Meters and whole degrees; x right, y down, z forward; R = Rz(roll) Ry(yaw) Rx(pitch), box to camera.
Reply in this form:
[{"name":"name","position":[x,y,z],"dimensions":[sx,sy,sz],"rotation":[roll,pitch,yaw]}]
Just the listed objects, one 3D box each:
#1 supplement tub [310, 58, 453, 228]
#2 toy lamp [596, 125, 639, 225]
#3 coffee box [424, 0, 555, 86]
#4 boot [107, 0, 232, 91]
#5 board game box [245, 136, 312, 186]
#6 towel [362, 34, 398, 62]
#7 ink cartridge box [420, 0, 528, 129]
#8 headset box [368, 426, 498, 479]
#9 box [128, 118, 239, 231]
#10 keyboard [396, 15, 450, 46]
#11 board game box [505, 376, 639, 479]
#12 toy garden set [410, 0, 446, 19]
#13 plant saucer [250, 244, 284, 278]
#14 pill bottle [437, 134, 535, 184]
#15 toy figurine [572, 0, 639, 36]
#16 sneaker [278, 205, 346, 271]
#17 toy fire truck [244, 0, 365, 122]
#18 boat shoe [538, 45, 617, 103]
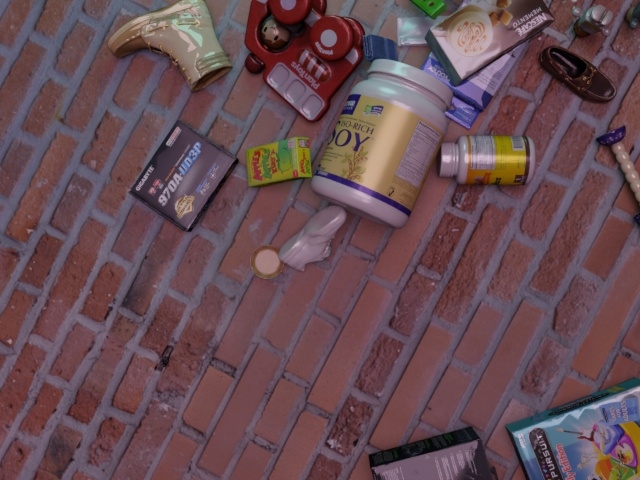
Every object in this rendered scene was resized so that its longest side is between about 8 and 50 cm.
[{"name":"supplement tub","position":[0.145,-0.218,1.649],"dimensions":[0.241,0.241,0.331],"rotation":[23,89,2]},{"name":"toy lamp","position":[0.750,-0.136,1.709],"dimensions":[0.080,0.080,0.274],"rotation":[-25,89,1]},{"name":"coffee box","position":[0.382,-0.481,1.645],"dimensions":[0.247,0.098,0.141],"rotation":[-32,91,2]},{"name":"boot","position":[-0.364,-0.449,1.746],"dimensions":[0.262,0.095,0.203],"rotation":[-24,89,-3]},{"name":"board game box","position":[-0.101,-0.182,1.699],"dimensions":[0.181,0.043,0.092],"rotation":[-6,88,45]},{"name":"towel","position":[0.144,-0.452,1.721],"dimensions":[0.029,0.119,0.067],"rotation":[-5,90,37]},{"name":"ink cartridge box","position":[0.368,-0.445,1.727],"dimensions":[0.186,0.065,0.311],"rotation":[32,95,0]},{"name":"headset box","position":[0.281,0.593,1.681],"dimensions":[0.283,0.131,0.246],"rotation":[-17,88,1]},{"name":"box","position":[-0.331,-0.157,1.757],"dimensions":[0.175,0.051,0.220],"rotation":[35,90,2]},{"name":"keyboard","position":[0.316,-0.516,1.766],"dimensions":[0.256,0.014,0.072],"rotation":[-2,84,1]},{"name":"board game box","position":[0.645,0.505,1.698],"dimensions":[0.336,0.079,0.253],"rotation":[-21,88,1]},{"name":"toy garden set","position":[0.307,-0.651,1.719],"dimensions":[0.244,0.049,0.203],"rotation":[-40,54,6]},{"name":"plant saucer","position":[-0.130,0.052,1.764],"dimensions":[0.083,0.015,0.083],"rotation":[0,88,2]},{"name":"pill bottle","position":[0.388,-0.190,1.702],"dimensions":[0.215,0.117,0.117],"rotation":[1,89,2]},{"name":"toy figurine","position":[0.681,-0.589,1.694],"dimensions":[0.213,0.148,0.209],"rotation":[-16,94,-1]},{"name":"sneaker","position":[0.000,0.000,1.709],"dimensions":[0.094,0.080,0.212],"rotation":[38,124,-22]},{"name":"toy fire truck","position":[-0.054,-0.462,1.712],"dimensions":[0.302,0.169,0.254],"rotation":[41,111,1]},{"name":"boat shoe","position":[0.619,-0.396,1.723],"dimensions":[0.207,0.073,0.073],"rotation":[29,89,1]}]
